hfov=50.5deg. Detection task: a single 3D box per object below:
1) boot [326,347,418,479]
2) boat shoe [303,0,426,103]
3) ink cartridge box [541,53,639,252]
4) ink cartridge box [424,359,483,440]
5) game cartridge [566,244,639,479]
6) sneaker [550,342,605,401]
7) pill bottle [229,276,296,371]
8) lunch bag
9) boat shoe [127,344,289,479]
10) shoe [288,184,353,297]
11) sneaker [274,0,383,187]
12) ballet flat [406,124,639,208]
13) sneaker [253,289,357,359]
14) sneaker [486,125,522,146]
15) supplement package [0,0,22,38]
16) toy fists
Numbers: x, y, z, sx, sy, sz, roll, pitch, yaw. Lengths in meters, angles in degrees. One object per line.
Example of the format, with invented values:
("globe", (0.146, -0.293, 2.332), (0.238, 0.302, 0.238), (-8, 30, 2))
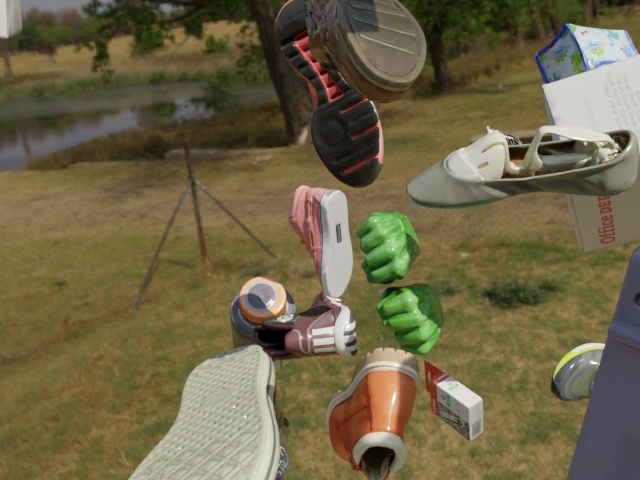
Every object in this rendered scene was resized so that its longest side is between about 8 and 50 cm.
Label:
("boot", (0.036, 0.161, 0.551), (0.059, 0.158, 0.085), (11, 51, -4))
("boat shoe", (0.044, -0.253, 0.832), (0.110, 0.104, 0.307), (12, 44, -22))
("ink cartridge box", (0.423, -0.114, 0.755), (0.306, 0.131, 0.226), (-14, -28, 19))
("ink cartridge box", (0.177, 0.223, 0.954), (0.029, 0.063, 0.115), (-25, 33, -27))
("game cartridge", (0.305, 0.199, 0.504), (0.230, 0.355, 0.068), (24, 29, 37))
("sneaker", (0.583, 0.262, 1.286), (0.299, 0.111, 0.121), (-6, 20, -9))
("pill bottle", (-0.114, 0.166, 1.354), (0.130, 0.246, 0.130), (2, 59, -3))
("lunch bag", (0.404, -0.230, 0.980), (0.128, 0.151, 0.096), (-3, -23, -26))
("boat shoe", (-0.121, 0.294, 0.849), (0.186, 0.156, 0.500), (-16, 13, 5))
("shoe", (0.000, 0.000, 1.072), (0.081, 0.178, 0.063), (15, 28, 40))
("sneaker", (0.039, -0.243, 1.109), (0.115, 0.314, 0.136), (-17, 6, 25))
("ballet flat", (0.186, -0.076, 0.637), (0.213, 0.068, 0.072), (-3, 40, 9))
("sneaker", (-0.038, 0.146, 1.187), (0.162, 0.107, 0.281), (-6, 0, -8))
("sneaker", (0.380, -0.204, 1.397), (0.064, 0.061, 0.158), (-1, 0, 25))
("supplement package", (-0.460, -0.299, 0.726), (0.244, 0.139, 0.134), (0, 19, -17))
("toy fists", (0.148, 0.079, 1.278), (0.096, 0.279, 0.142), (-18, 2, 21))
